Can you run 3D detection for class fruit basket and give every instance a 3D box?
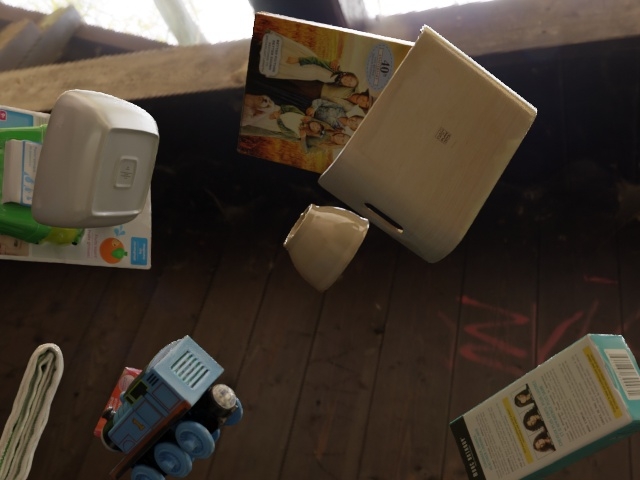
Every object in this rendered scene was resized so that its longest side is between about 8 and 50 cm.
[{"bbox_3d":[-0.519,-0.110,1.474,0.165,0.353,0.327,-22,-113,56],"label":"fruit basket"}]

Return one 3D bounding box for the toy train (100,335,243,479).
[{"bbox_3d":[-0.157,0.182,0.705,0.184,0.105,0.080,-46,179,34],"label":"toy train"}]

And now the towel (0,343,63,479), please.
[{"bbox_3d":[-0.191,0.134,0.448,0.023,0.152,0.113,20,-116,-15],"label":"towel"}]

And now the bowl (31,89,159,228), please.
[{"bbox_3d":[-0.219,-0.075,0.716,0.053,0.142,0.142,18,-82,19],"label":"bowl"}]

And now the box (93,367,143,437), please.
[{"bbox_3d":[-0.300,0.328,1.318,0.122,0.257,0.128,23,-101,11],"label":"box"}]

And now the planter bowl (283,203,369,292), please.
[{"bbox_3d":[0.000,0.000,1.301,0.109,0.162,0.162,34,-118,-7],"label":"planter bowl"}]

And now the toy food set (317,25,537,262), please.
[{"bbox_3d":[0.167,-0.150,1.066,0.306,0.220,0.092,-57,-171,-13],"label":"toy food set"}]

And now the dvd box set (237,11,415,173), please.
[{"bbox_3d":[0.043,-0.284,1.467,0.420,0.307,0.062,16,-157,13],"label":"dvd box set"}]

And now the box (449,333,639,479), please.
[{"bbox_3d":[0.258,0.209,0.803,0.244,0.060,0.100,-49,-134,42],"label":"box"}]
